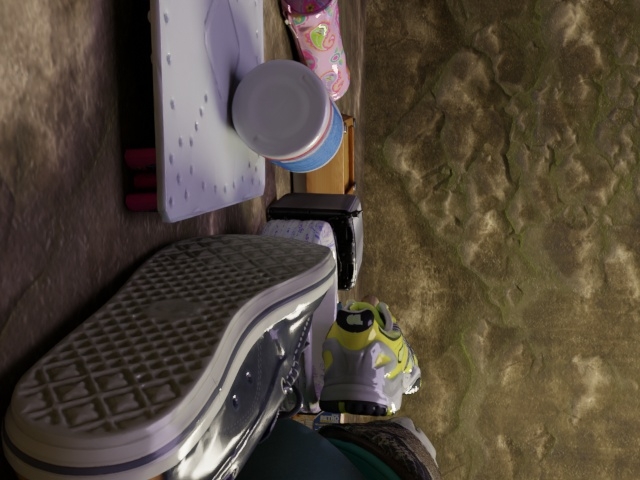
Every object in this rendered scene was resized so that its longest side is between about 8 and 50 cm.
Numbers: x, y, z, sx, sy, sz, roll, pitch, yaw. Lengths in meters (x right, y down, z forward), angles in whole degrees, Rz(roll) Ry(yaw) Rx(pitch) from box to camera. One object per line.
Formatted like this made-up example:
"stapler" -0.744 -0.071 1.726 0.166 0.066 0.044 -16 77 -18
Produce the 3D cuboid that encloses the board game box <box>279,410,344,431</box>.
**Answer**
"board game box" -0.026 0.282 1.243 0.045 0.146 0.194 76 18 -58

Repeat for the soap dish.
"soap dish" 0.015 -0.189 1.545 0.291 0.118 0.229 -58 147 -75

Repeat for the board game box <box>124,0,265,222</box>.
"board game box" -0.138 -0.236 0.798 0.390 0.050 0.390 -43 134 -78

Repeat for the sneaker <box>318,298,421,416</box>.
"sneaker" 0.088 0.166 1.044 0.384 0.145 0.147 10 82 -83

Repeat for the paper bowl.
"paper bowl" -0.061 0.110 1.000 0.284 0.148 0.284 0 90 -81

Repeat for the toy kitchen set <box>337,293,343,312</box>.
"toy kitchen set" -0.028 0.081 1.427 0.207 0.122 0.166 -113 -165 -57

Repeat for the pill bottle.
"pill bottle" -0.034 -0.158 0.910 0.221 0.124 0.124 11 80 -81

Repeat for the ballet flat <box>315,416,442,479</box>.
"ballet flat" 0.045 0.319 0.910 0.483 0.182 0.164 -36 -103 52

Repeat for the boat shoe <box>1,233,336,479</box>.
"boat shoe" -0.107 0.109 0.647 0.500 0.186 0.156 -53 148 -67

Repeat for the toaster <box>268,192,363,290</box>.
"toaster" 0.000 0.000 1.266 0.110 0.185 0.168 -61 150 -62

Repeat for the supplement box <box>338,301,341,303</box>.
"supplement box" 0.010 0.199 1.652 0.056 0.083 0.083 -73 162 -60

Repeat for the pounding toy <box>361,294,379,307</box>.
"pounding toy" -0.001 0.123 1.195 0.094 0.206 0.181 -64 153 -69

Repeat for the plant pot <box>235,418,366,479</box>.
"plant pot" -0.064 0.377 0.759 0.195 0.290 0.290 -28 126 -38

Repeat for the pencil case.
"pencil case" -0.008 -0.421 1.407 0.284 0.124 0.124 72 21 -62
